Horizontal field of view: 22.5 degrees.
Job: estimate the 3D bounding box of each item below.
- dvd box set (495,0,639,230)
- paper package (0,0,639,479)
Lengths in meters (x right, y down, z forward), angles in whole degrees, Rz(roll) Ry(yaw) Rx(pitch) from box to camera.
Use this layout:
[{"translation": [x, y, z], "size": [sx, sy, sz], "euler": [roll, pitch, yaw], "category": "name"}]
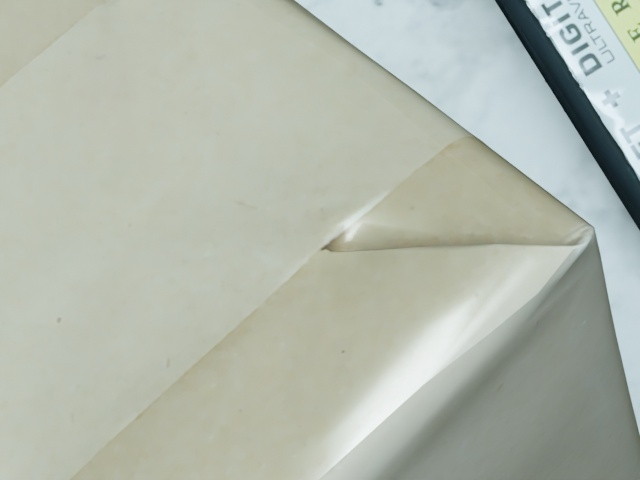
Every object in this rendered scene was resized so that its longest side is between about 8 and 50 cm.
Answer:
[{"translation": [0.275, -0.156, 0.608], "size": [0.420, 0.062, 0.307], "euler": [-31, 85, 1], "category": "dvd box set"}, {"translation": [-0.058, 0.113, 0.486], "size": [0.309, 0.325, 0.168], "euler": [-44, 62, -8], "category": "paper package"}]
